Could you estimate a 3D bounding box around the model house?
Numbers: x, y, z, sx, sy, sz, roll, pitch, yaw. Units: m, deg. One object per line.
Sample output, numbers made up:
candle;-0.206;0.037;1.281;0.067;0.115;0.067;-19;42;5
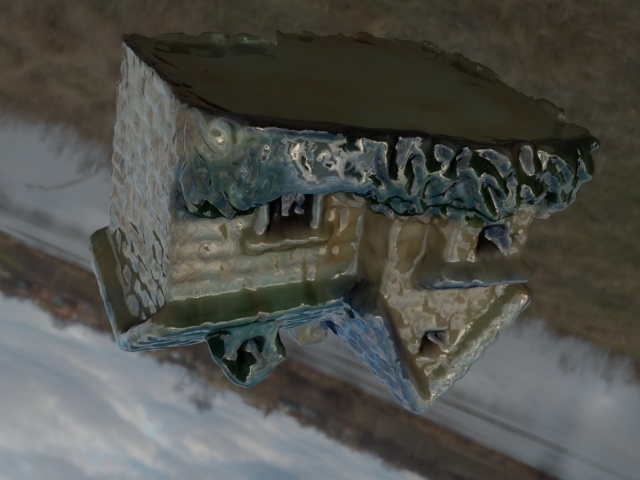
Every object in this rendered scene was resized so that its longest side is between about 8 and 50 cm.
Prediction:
model house;0.000;0.000;1.162;0.445;0.400;0.395;-4;-150;-30
